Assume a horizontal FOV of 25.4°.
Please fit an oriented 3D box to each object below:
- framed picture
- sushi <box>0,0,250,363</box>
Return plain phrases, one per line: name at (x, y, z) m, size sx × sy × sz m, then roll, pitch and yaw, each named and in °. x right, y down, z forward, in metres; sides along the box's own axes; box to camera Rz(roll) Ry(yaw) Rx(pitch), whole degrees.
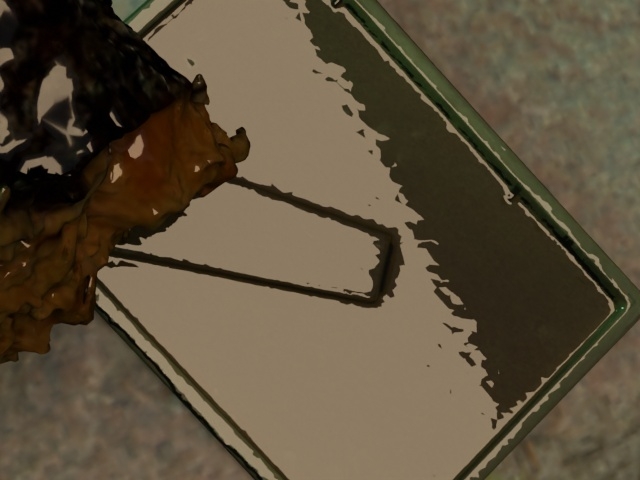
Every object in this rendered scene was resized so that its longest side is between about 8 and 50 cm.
framed picture at (0.000, 0.000, 0.707) m, size 0.211 × 0.020 × 0.289 m, roll -44°, pitch 96°, yaw -13°
sushi at (-0.215, -0.001, 0.550) m, size 0.348 × 0.234 × 0.207 m, roll -39°, pitch 95°, yaw -2°
